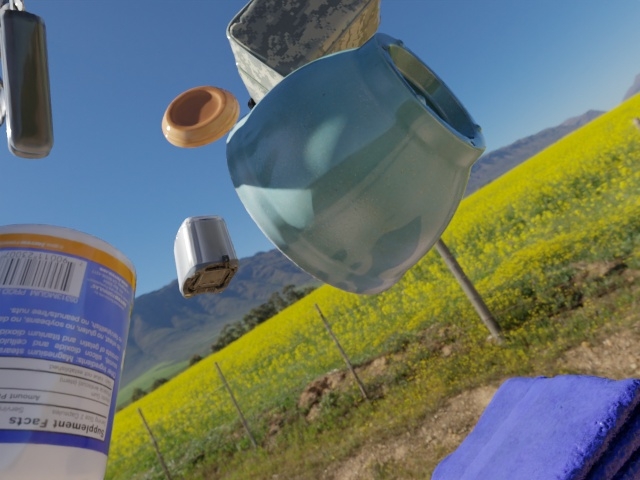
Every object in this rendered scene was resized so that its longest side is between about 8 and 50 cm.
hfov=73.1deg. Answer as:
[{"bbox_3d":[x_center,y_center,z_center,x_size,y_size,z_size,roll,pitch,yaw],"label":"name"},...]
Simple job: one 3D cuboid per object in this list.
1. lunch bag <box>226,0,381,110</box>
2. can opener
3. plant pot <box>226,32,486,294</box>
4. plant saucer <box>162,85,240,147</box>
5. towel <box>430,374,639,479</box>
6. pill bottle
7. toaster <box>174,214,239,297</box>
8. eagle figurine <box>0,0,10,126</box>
[{"bbox_3d":[-0.028,-0.399,0.918,0.305,0.212,0.256,-52,-13,-9],"label":"lunch bag"},{"bbox_3d":[-0.372,-0.240,0.512,0.093,0.281,0.074,-10,4,-35],"label":"can opener"},{"bbox_3d":[0.065,-0.110,0.519,0.196,0.293,0.293,-41,-11,34],"label":"plant pot"},{"bbox_3d":[-0.299,-0.313,1.062,0.199,0.200,0.037,-29,-33,-6],"label":"plant saucer"},{"bbox_3d":[0.263,0.269,0.536,0.227,0.076,0.308,-45,-13,-13],"label":"towel"},{"bbox_3d":[-0.248,0.136,0.354,0.152,0.272,0.152,-4,-32,-2],"label":"pill bottle"},{"bbox_3d":[-0.285,0.036,1.065,0.129,0.147,0.227,-8,-24,-30],"label":"toaster"},{"bbox_3d":[-0.631,-0.347,0.766,0.226,0.225,0.298,-43,15,-10],"label":"eagle figurine"}]
